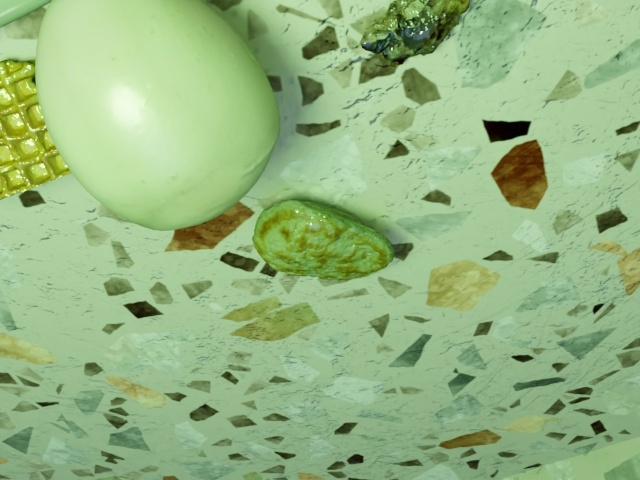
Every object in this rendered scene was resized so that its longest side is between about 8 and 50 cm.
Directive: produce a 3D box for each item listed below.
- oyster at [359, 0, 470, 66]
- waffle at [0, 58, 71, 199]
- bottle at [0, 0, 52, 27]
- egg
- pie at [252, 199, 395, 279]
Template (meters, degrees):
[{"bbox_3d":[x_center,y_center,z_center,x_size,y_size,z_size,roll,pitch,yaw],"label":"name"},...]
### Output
[{"bbox_3d":[0.135,-0.288,0.962,0.148,0.051,0.103,-38,135,21],"label":"oyster"},{"bbox_3d":[-0.469,-0.174,1.017,0.229,0.057,0.219,-21,112,1],"label":"waffle"},{"bbox_3d":[-0.432,-0.310,0.876,0.245,0.104,0.104,-19,135,17],"label":"bottle"},{"bbox_3d":[-0.209,-0.174,0.902,0.283,0.283,0.345,-22,125,21],"label":"egg"},{"bbox_3d":[0.000,0.000,1.250,0.247,0.090,0.201,20,144,-23],"label":"pie"}]
